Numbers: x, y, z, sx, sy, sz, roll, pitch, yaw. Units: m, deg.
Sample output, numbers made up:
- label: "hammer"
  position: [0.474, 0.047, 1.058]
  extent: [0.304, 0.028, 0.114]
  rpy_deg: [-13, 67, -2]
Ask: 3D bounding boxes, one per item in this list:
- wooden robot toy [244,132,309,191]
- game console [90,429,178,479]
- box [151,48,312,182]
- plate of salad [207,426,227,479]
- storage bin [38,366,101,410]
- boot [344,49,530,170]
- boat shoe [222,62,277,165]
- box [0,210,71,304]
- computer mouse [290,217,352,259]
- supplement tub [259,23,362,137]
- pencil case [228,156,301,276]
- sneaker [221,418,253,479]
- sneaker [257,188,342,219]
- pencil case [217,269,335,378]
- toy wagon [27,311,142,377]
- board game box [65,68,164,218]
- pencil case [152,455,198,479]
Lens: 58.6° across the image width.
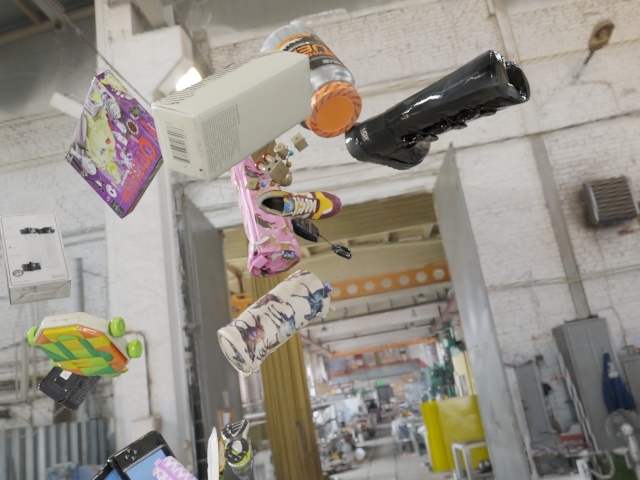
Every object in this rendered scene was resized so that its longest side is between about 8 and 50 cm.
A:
- label: "wooden robot toy"
  position: [-0.089, -0.157, 1.274]
  extent: [0.173, 0.076, 0.079]
  rpy_deg: [-49, -46, -5]
- label: "game console"
  position: [-0.538, 0.784, 1.743]
  extent: [0.250, 0.293, 0.173]
  rpy_deg: [-31, 9, -13]
- label: "box"
  position: [-0.127, -0.207, 0.902]
  extent: [0.094, 0.113, 0.275]
  rpy_deg: [19, 40, 27]
- label: "plate of salad"
  position: [-0.298, 0.645, 1.656]
  extent: [0.048, 0.200, 0.200]
  rpy_deg: [0, -18, -17]
- label: "storage bin"
  position: [-0.805, 0.445, 1.864]
  extent: [0.122, 0.180, 0.084]
  rpy_deg: [21, -28, 24]
- label: "boot"
  position: [0.338, -0.332, 1.507]
  extent: [0.445, 0.146, 0.366]
  rpy_deg: [-24, -7, 41]
- label: "boat shoe"
  position: [-0.187, -0.304, 1.390]
  extent: [0.103, 0.092, 0.285]
  rpy_deg: [-43, -39, -19]
- label: "box"
  position: [-0.868, 0.047, 1.732]
  extent: [0.169, 0.290, 0.087]
  rpy_deg: [-8, -39, -31]
- label: "computer mouse"
  position: [0.000, 0.000, 1.800]
  extent: [0.242, 0.071, 0.041]
  rpy_deg: [33, -62, -20]
- label: "supplement tub"
  position: [-0.026, -0.427, 1.535]
  extent: [0.193, 0.316, 0.194]
  rpy_deg: [-20, -38, -17]
- label: "pencil case"
  position: [-0.172, -0.090, 1.674]
  extent: [0.159, 0.387, 0.167]
  rpy_deg: [-8, -24, -16]
- label: "sneaker"
  position: [-0.302, 0.769, 2.112]
  extent: [0.110, 0.122, 0.300]
  rpy_deg: [-13, 16, -3]
- label: "sneaker"
  position: [-0.047, -0.075, 1.259]
  extent: [0.185, 0.070, 0.084]
  rpy_deg: [2, 13, 8]
- label: "pencil case"
  position: [-0.138, 0.257, 1.807]
  extent: [0.410, 0.183, 0.160]
  rpy_deg: [-36, -24, -36]
- label: "toy wagon"
  position: [-0.660, 0.323, 1.658]
  extent: [0.267, 0.068, 0.345]
  rpy_deg: [-7, -42, 8]
- label: "board game box"
  position: [-0.469, -0.204, 1.308]
  extent: [0.346, 0.208, 0.056]
  rpy_deg: [-37, 11, 50]
- label: "pencil case"
  position: [-0.411, 0.738, 1.710]
  extent: [0.206, 0.086, 0.088]
  rpy_deg: [31, -17, 22]
